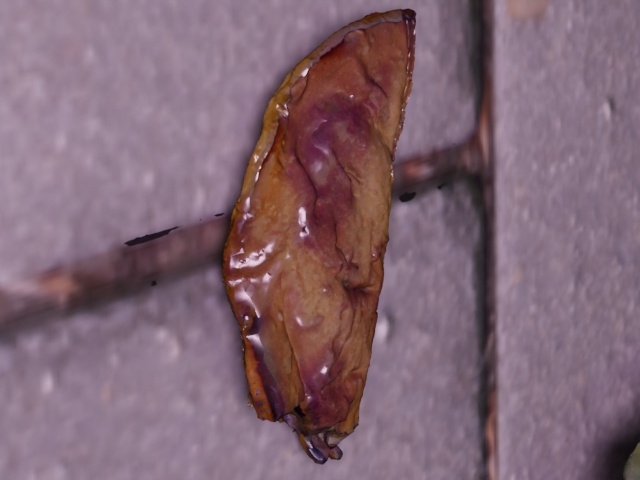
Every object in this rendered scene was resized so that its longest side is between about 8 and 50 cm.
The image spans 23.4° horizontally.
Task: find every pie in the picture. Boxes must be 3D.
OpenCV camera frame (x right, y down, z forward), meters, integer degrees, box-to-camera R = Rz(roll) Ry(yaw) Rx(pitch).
[{"bbox_3d":[0.000,0.000,0.549,0.092,0.034,0.170,-5,102,-53],"label":"pie"}]

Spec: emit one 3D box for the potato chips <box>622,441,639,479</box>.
[{"bbox_3d":[0.210,0.266,0.753,0.373,0.097,0.389,-75,152,-49],"label":"potato chips"}]
